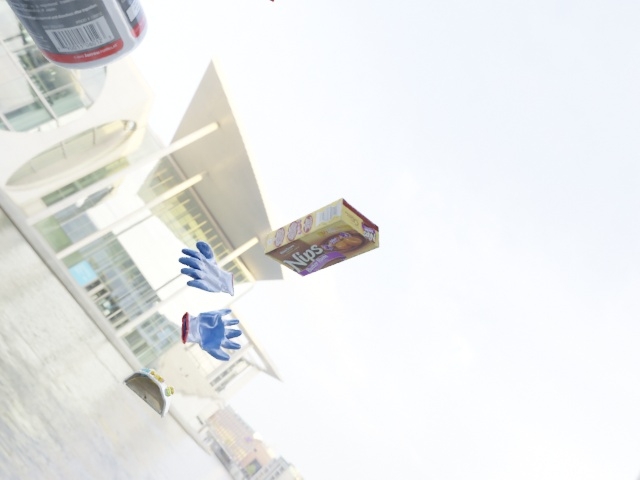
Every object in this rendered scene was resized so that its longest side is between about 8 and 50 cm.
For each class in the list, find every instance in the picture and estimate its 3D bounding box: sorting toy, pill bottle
[{"bbox_3d":[-0.253,0.218,0.649,0.083,0.045,0.075,39,-32,5],"label":"sorting toy"},{"bbox_3d":[-0.451,-0.491,0.704,0.210,0.210,0.362,40,-22,26],"label":"pill bottle"}]

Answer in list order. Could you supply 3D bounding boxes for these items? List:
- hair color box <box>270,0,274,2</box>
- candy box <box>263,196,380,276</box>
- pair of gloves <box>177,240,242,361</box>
[{"bbox_3d":[-0.101,-0.641,0.977,0.167,0.054,0.093,-60,-152,30],"label":"hair color box"},{"bbox_3d":[0.000,0.000,0.784,0.187,0.053,0.109,-24,-42,34],"label":"candy box"},{"bbox_3d":[-0.181,0.099,0.726,0.159,0.023,0.198,43,36,-62],"label":"pair of gloves"}]
